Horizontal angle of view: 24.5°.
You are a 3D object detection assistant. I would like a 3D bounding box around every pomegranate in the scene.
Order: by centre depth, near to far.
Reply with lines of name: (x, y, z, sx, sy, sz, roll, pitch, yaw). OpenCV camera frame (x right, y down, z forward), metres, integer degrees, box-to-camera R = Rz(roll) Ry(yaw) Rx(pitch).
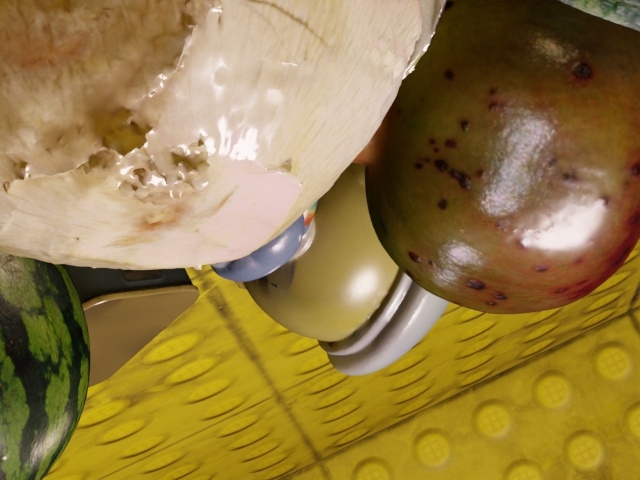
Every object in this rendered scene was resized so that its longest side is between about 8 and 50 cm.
pomegranate: (0.125, -0.087, 1.214, 0.323, 0.291, 0.291, 12, 169, 14)

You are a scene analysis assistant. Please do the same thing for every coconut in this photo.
coconut: (-0.096, -0.114, 0.770, 0.297, 0.254, 0.297, -24, 162, -9)

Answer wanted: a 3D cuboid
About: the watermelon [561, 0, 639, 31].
watermelon: (0.282, -0.269, 1.089, 0.310, 0.193, 0.232, -42, 140, 8)

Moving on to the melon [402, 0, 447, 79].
melon: (0.020, -0.209, 0.917, 0.093, 0.202, 0.139, -1, -162, -20)

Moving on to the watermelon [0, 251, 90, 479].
watermelon: (-0.301, 0.088, 1.011, 0.285, 0.285, 0.285, -24, 162, -8)

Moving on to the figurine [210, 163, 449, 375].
figurine: (-0.024, 0.018, 1.347, 0.382, 0.205, 0.224, 5, 139, -45)

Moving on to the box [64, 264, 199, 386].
box: (-0.224, 0.061, 1.354, 0.144, 0.090, 0.201, -7, 155, -46)
